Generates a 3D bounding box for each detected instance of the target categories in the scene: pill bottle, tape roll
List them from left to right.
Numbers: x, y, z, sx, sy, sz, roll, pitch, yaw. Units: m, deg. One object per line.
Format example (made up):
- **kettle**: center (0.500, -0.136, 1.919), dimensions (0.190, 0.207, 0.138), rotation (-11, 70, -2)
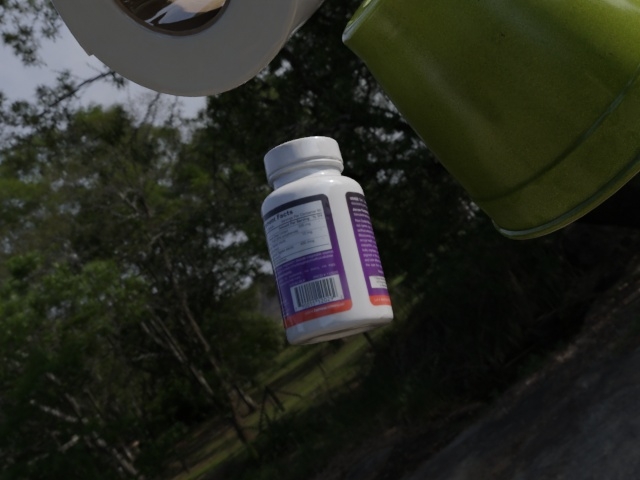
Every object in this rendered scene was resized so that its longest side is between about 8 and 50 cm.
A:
- **tape roll**: center (-0.111, -0.277, 0.648), dimensions (0.246, 0.246, 0.169), rotation (-44, 13, 37)
- **pill bottle**: center (0.000, 0.000, 0.710), dimensions (0.108, 0.193, 0.108), rotation (-12, -13, -3)

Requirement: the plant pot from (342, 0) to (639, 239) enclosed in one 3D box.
- **plant pot**: center (0.231, -0.250, 0.933), dimensions (0.366, 0.353, 0.366), rotation (-51, 12, 14)
